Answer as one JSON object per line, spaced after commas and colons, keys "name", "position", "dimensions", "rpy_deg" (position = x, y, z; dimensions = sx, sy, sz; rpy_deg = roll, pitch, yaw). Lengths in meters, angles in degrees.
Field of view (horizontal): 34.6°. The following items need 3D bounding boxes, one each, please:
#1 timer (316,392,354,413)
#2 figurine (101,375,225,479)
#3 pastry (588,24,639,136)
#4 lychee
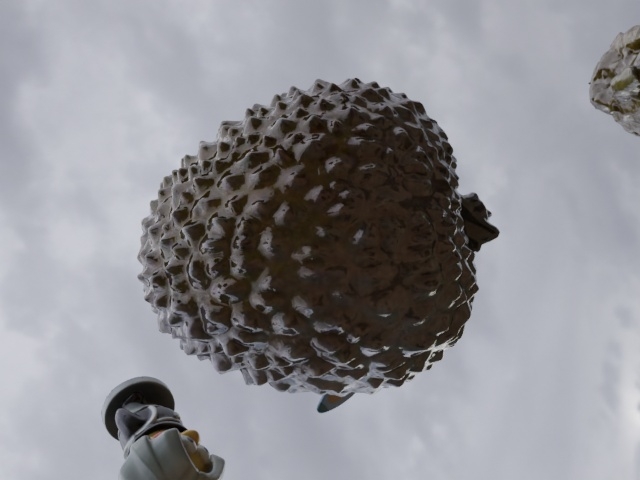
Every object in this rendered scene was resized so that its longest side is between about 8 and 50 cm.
{"name": "timer", "position": [0.087, 0.158, 1.702], "dimensions": [0.255, 0.175, 0.175], "rpy_deg": [-32, -68, -44]}
{"name": "figurine", "position": [-0.236, 0.323, 1.552], "dimensions": [0.133, 0.236, 0.176], "rpy_deg": [-49, -55, 2]}
{"name": "pastry", "position": [0.413, -0.170, 1.084], "dimensions": [0.240, 0.235, 0.132], "rpy_deg": [71, -146, -85]}
{"name": "lychee", "position": [0.000, 0.000, 1.210], "dimensions": [0.432, 0.380, 0.380], "rpy_deg": [-7, -85, -10]}
